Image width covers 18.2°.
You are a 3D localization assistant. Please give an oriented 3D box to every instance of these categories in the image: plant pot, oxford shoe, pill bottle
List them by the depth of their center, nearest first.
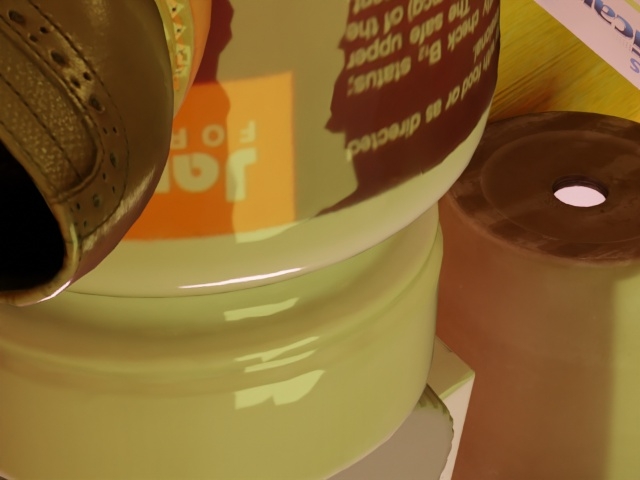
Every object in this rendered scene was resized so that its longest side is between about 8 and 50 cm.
[{"bbox_3d":[-0.206,-0.077,0.455,0.133,0.363,0.130,-83,-173,-57],"label":"oxford shoe"},{"bbox_3d":[-0.052,-0.124,0.623,0.224,0.224,0.392,-27,131,-36],"label":"pill bottle"},{"bbox_3d":[0.167,0.074,1.403,0.323,0.323,0.280,-28,134,-34],"label":"plant pot"}]

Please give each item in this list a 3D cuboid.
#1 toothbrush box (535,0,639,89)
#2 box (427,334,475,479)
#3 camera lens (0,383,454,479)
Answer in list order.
[{"bbox_3d":[0.192,-0.220,1.026,0.122,0.206,0.283,-36,156,-22],"label":"toothbrush box"},{"bbox_3d":[-0.001,0.093,1.066,0.091,0.130,0.170,-34,154,-23],"label":"box"},{"bbox_3d":[-0.103,0.053,0.893,0.219,0.274,0.219,-37,155,-20],"label":"camera lens"}]
